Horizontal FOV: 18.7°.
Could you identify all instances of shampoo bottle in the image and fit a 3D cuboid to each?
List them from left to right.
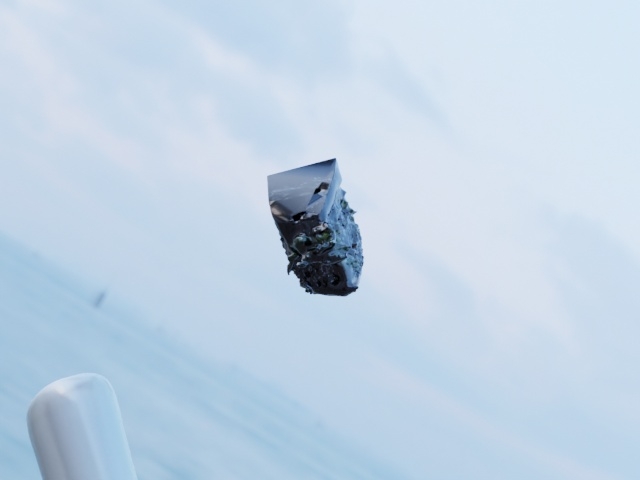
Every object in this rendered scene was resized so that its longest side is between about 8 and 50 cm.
[{"bbox_3d":[-0.111,0.187,1.068,0.108,0.051,0.221,126,-51,-66],"label":"shampoo bottle"}]

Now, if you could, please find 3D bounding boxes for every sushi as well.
[{"bbox_3d":[0.000,0.000,1.466,0.056,0.084,0.083,-13,-40,11],"label":"sushi"}]
